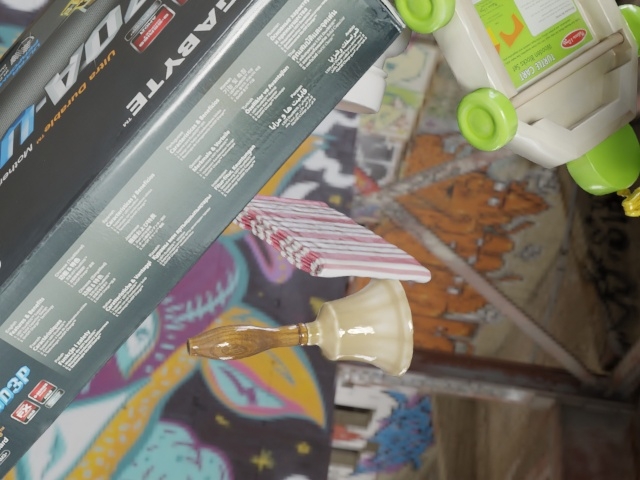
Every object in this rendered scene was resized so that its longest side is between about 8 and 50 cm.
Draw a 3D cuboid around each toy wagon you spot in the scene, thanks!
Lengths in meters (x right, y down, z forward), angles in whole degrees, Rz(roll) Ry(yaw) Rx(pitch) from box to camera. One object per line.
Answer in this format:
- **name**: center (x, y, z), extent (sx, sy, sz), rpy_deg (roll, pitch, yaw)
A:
- **toy wagon**: center (0.215, -0.173, 1.001), extent (0.068, 0.267, 0.344), rpy_deg (-20, -80, 53)

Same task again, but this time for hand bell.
- **hand bell**: center (-0.030, 0.107, 1.193), extent (0.126, 0.242, 0.126), rpy_deg (175, -90, -71)

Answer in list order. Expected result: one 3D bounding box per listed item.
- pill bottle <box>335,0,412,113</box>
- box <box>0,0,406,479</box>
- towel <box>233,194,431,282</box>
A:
- **pill bottle**: center (0.039, -0.256, 1.110), extent (0.131, 0.131, 0.229), rpy_deg (-159, -97, -85)
- **box**: center (-0.090, -0.039, 0.412), extent (0.220, 0.051, 0.175), rpy_deg (-48, -146, 4)
- **towel**: center (0.000, 0.000, 1.054), extent (0.197, 0.144, 0.029), rpy_deg (34, -67, 47)
